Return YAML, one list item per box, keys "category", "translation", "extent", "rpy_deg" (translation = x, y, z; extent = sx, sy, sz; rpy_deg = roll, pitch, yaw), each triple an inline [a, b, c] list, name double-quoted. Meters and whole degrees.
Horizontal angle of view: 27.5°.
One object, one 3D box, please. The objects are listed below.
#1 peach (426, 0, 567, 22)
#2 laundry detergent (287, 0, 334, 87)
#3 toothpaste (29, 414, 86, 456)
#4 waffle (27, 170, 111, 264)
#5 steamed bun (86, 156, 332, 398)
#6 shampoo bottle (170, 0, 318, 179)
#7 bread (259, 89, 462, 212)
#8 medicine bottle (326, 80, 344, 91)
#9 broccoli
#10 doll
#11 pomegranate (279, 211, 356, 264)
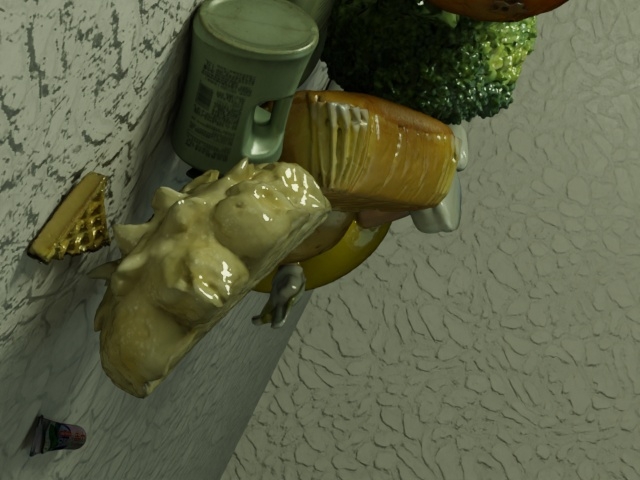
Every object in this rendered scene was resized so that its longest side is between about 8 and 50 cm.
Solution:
- category: "peach"
  translation: [0.177, -0.416, 1.349]
  extent: [0.372, 0.289, 0.373]
  rpy_deg: [-4, 90, -83]
- category: "laundry detergent"
  translation: [-0.032, -0.248, 1.372]
  extent: [0.253, 0.091, 0.181]
  rpy_deg: [108, 7, -52]
- category: "toothpaste"
  translation: [-0.292, 0.218, 1.456]
  extent: [0.170, 0.028, 0.045]
  rpy_deg: [58, 48, -79]
- category: "waffle"
  translation: [-0.221, 0.004, 1.165]
  extent: [0.097, 0.023, 0.153]
  rpy_deg: [-57, 175, -22]
- category: "steamed bun"
  translation: [-0.121, 0.015, 1.253]
  extent: [0.295, 0.137, 0.292]
  rpy_deg: [-47, 179, -28]
- category: "shampoo bottle"
  translation: [-0.084, -0.134, 1.301]
  extent: [0.234, 0.118, 0.087]
  rpy_deg: [111, -17, -50]
- category: "bread"
  translation: [0.040, -0.095, 1.474]
  extent: [0.288, 0.152, 0.119]
  rpy_deg: [5, 85, -56]
- category: "medicine bottle"
  translation: [0.099, -0.286, 2.137]
  extent: [0.341, 0.130, 0.130]
  rpy_deg: [-64, 174, 13]
- category: "broccoli"
  translation: [0.152, -0.288, 1.668]
  extent: [0.302, 0.249, 0.375]
  rpy_deg: [-48, -155, 13]
- category: "doll"
  translation: [0.029, -0.024, 1.792]
  extent: [0.423, 0.161, 0.348]
  rpy_deg: [-36, -160, 6]
- category: "pomegranate"
  translation: [-0.052, -0.061, 1.635]
  extent: [0.196, 0.196, 0.196]
  rpy_deg: [-62, 174, -12]
